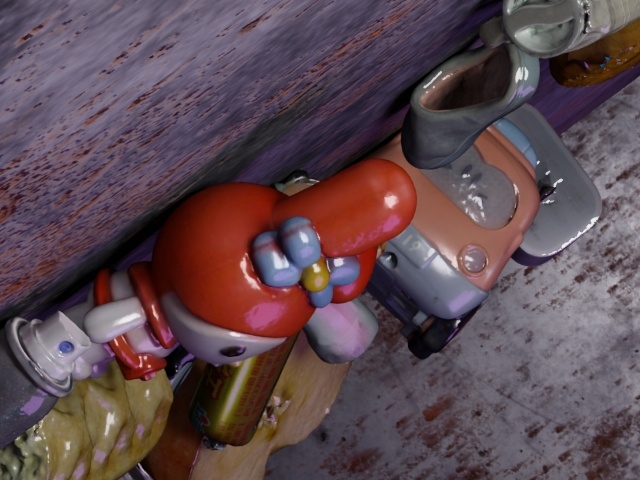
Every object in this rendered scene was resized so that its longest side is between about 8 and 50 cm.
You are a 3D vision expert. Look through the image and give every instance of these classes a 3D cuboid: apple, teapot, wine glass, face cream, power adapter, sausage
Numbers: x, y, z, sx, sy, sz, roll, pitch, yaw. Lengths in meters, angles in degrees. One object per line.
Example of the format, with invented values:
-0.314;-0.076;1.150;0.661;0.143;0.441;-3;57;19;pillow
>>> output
-0.110;0.150;2.006;0.293;0.163;0.251;-49;151;-30;apple
0.202;-0.195;1.507;0.107;0.077;0.200;-16;-172;35;teapot
-0.010;0.054;1.866;0.073;0.073;0.155;-37;132;5;wine glass
-0.281;0.145;1.349;0.283;0.073;0.073;-37;175;12;face cream
0.255;-0.071;2.333;0.124;0.187;0.255;-37;174;-2;power adapter
-0.057;0.083;1.729;0.082;0.082;0.371;-32;157;-40;sausage

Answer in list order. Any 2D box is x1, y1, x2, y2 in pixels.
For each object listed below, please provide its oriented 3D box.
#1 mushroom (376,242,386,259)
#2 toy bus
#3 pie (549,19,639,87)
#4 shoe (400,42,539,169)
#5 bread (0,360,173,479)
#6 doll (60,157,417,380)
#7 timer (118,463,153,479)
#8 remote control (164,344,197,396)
-0.004;-0.009;1.751;0.129;0.073;0.088;5;137;-25;mushroom
0.119;-0.021;1.914;0.232;0.194;0.287;-43;176;-9;toy bus
0.359;-0.248;2.066;0.273;0.069;0.273;-36;177;-2;pie
0.110;-0.124;1.631;0.078;0.079;0.195;10;158;-30;shoe
-0.223;0.162;1.604;0.152;0.130;0.268;-41;175;25;bread
-0.059;0.021;1.380;0.290;0.130;0.161;-24;172;10;doll
-0.219;0.236;1.833;0.069;0.208;0.191;-39;175;2;timer
-0.135;0.103;1.752;0.256;0.045;0.097;-61;178;13;remote control
